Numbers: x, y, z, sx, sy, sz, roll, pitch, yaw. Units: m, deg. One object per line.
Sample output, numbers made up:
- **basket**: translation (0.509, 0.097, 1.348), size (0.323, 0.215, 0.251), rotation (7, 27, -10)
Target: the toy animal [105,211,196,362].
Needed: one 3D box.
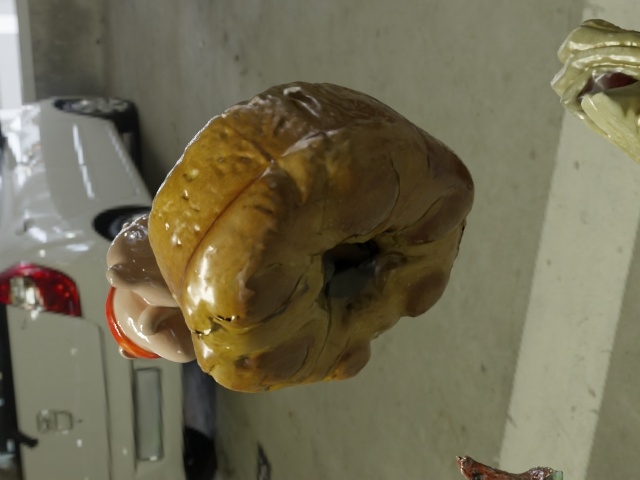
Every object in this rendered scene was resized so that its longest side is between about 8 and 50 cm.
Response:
- **toy animal**: translation (-0.193, 0.062, 1.097), size (0.197, 0.171, 0.171), rotation (102, 154, -51)

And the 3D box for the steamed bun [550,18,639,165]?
- **steamed bun**: translation (0.462, -0.138, 1.097), size (0.428, 0.189, 0.247), rotation (36, 169, 18)

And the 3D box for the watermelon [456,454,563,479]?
- **watermelon**: translation (0.266, 0.383, 1.301), size (0.098, 0.158, 0.121), rotation (148, 132, -85)

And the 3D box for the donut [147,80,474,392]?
- **donut**: translation (0.000, 0.000, 0.787), size (0.150, 0.299, 0.317), rotation (49, 161, 32)
